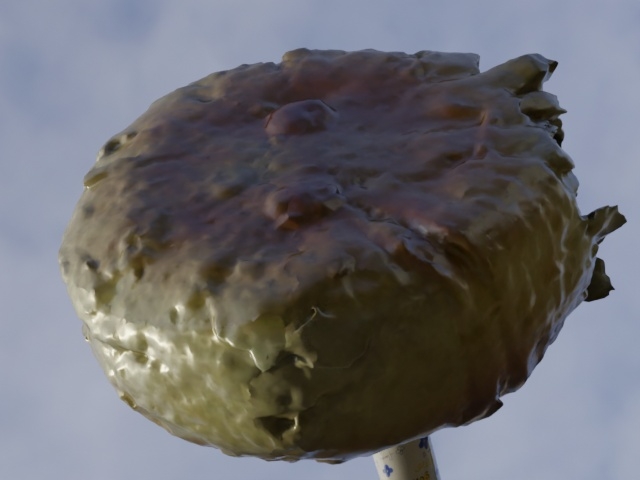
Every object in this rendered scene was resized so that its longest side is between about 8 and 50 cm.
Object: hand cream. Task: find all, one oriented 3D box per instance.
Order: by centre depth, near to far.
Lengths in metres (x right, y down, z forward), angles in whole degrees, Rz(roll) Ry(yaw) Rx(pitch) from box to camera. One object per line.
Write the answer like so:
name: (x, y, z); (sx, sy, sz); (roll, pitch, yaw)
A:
hand cream: (0.061, 0.161, 1.265); (0.043, 0.065, 0.170); (-10, -78, 26)

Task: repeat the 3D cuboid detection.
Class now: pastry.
pastry: (0.000, 0.000, 1.072); (0.330, 0.329, 0.136); (-21, -54, -16)
